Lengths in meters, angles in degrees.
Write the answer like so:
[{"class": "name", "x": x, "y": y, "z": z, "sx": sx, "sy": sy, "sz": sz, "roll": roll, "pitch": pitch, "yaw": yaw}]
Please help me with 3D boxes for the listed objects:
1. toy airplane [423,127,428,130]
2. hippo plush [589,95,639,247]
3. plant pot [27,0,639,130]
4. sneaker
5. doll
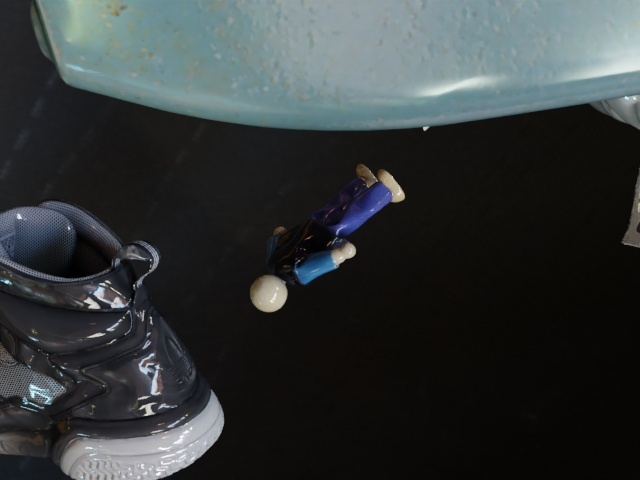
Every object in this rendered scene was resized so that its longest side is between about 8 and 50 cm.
[{"class": "toy airplane", "x": 0.105, "y": -0.224, "z": 1.145, "sx": 0.386, "sy": 0.384, "sz": 0.272, "roll": 30, "pitch": 89, "yaw": -9}, {"class": "hippo plush", "x": 0.149, "y": -0.169, "z": 0.831, "sx": 0.237, "sy": 0.234, "sz": 0.294, "roll": 21, "pitch": 82, "yaw": -7}, {"class": "plant pot", "x": -0.005, "y": -0.173, "z": 0.514, "sx": 0.252, "sy": 0.247, "sz": 0.248, "roll": -17, "pitch": 23, "yaw": -4}, {"class": "sneaker", "x": -0.189, "y": 0.056, "z": 0.762, "sx": 0.269, "sy": 0.101, "sz": 0.153, "roll": -2, "pitch": 110, "yaw": 24}, {"class": "doll", "x": 0.000, "y": 0.000, "z": 1.320, "sx": 0.189, "sy": 0.046, "sz": 0.129, "roll": -43, "pitch": 31, "yaw": -17}]
